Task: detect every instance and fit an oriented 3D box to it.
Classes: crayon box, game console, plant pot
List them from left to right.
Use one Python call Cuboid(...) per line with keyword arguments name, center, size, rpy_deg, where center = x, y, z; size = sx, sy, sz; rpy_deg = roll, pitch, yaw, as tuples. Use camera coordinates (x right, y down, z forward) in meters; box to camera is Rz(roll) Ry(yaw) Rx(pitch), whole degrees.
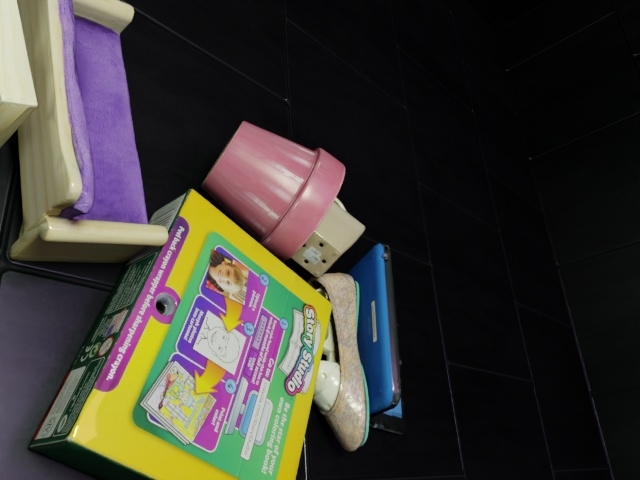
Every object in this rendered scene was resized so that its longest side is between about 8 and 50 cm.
Cuboid(name="crayon box", center=(-0.147, 0.165, 0.756), size=(0.313, 0.106, 0.363), rpy_deg=(43, 43, -30))
Cuboid(name="plant pot", center=(-0.087, -0.093, 0.914), size=(0.180, 0.201, 0.201), rpy_deg=(33, 46, -15))
Cuboid(name="plant pot", center=(0.000, 0.000, 0.987), size=(0.109, 0.109, 0.096), rpy_deg=(38, 31, -7))
Cuboid(name="game console", center=(0.137, 0.192, 1.040), size=(0.173, 0.250, 0.293), rpy_deg=(10, 60, -19))

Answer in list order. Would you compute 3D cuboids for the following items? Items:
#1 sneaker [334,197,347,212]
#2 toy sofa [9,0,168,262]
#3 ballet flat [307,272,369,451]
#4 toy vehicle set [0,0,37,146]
Cuboid(name="sneaker", center=(-0.016, -0.078, 1.090), size=(0.086, 0.064, 0.192), rpy_deg=(-33, 97, -45))
Cuboid(name="toy sofa", center=(-0.293, -0.161, 0.695), size=(0.150, 0.177, 0.363), rpy_deg=(5, 66, -49))
Cuboid(name="ballet flat", center=(0.013, 0.199, 0.955), size=(0.106, 0.107, 0.316), rpy_deg=(14, 52, -25))
Cuboid(name="toy vehicle set", center=(-0.394, -0.234, 0.620), size=(0.035, 0.165, 0.267), rpy_deg=(-3, 73, -51))
